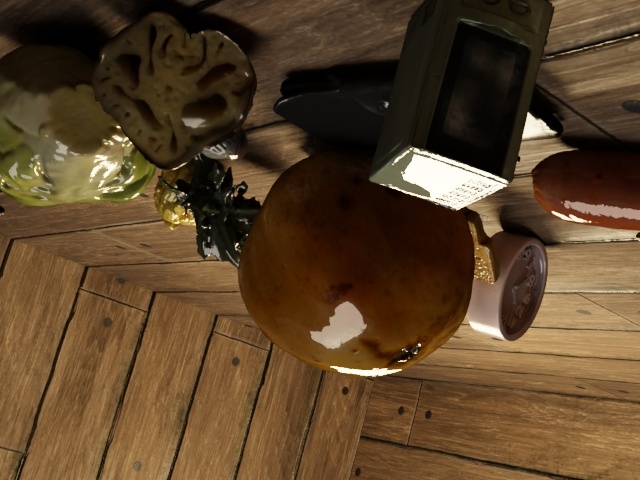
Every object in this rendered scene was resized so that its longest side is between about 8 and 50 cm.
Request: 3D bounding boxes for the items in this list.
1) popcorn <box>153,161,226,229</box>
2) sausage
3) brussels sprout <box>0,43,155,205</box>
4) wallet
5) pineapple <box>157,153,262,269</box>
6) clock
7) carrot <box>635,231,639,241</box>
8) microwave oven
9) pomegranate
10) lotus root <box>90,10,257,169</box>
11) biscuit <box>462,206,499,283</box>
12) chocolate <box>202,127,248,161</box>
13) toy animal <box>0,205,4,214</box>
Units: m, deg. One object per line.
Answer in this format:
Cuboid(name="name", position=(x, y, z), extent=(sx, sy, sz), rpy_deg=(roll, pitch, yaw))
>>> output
Cuboid(name="popcorn", position=(-0.243, -0.094, 1.838), extent=(0.163, 0.140, 0.194), rpy_deg=(-2, 170, 27))
Cuboid(name="sausage", position=(0.411, -0.067, 1.296), extent=(0.259, 0.113, 0.113), rpy_deg=(7, 164, 26))
Cuboid(name="brussels sprout", position=(-0.392, -0.166, 1.464), extent=(0.274, 0.242, 0.316), rpy_deg=(18, 173, 5))
Cuboid(name="wallet", position=(0.124, -0.174, 1.297), extent=(0.377, 0.051, 0.197), rpy_deg=(2, 163, 38))
Cuboid(name="pineapple", position=(-0.152, -0.028, 1.733), extent=(0.165, 0.165, 0.364), rpy_deg=(4, 158, 37))
Cuboid(name="clock", position=(0.345, 0.084, 1.779), extent=(0.068, 0.197, 0.197), rpy_deg=(16, 169, 35))
Cuboid(name="carrot", position=(0.649, 0.051, 1.605), extent=(0.336, 0.069, 0.069), rpy_deg=(23, 164, -18))
Cuboid(name="microwave oven", position=(0.151, -0.153, 1.026), extent=(0.129, 0.205, 0.163), rpy_deg=(18, 167, -9))
Cuboid(name="pomegranate", position=(0.053, 0.016, 1.548), extent=(0.410, 0.410, 0.410), rpy_deg=(14, 166, 4))
Cuboid(name="lotus root", position=(-0.189, -0.216, 1.309), extent=(0.188, 0.199, 0.180), rpy_deg=(58, -173, -13))
Cuboid(name="biscuit", position=(0.222, -0.016, 1.673), extent=(0.238, 0.041, 0.212), rpy_deg=(42, 149, -4))
Cuboid(name="chocolate", position=(-0.197, -0.179, 1.576), extent=(0.167, 0.072, 0.072), rpy_deg=(19, 166, -8))
Cuboid(name="toy animal", position=(-0.652, -0.223, 1.876), extent=(0.302, 0.225, 0.284), rpy_deg=(32, -177, -14))
